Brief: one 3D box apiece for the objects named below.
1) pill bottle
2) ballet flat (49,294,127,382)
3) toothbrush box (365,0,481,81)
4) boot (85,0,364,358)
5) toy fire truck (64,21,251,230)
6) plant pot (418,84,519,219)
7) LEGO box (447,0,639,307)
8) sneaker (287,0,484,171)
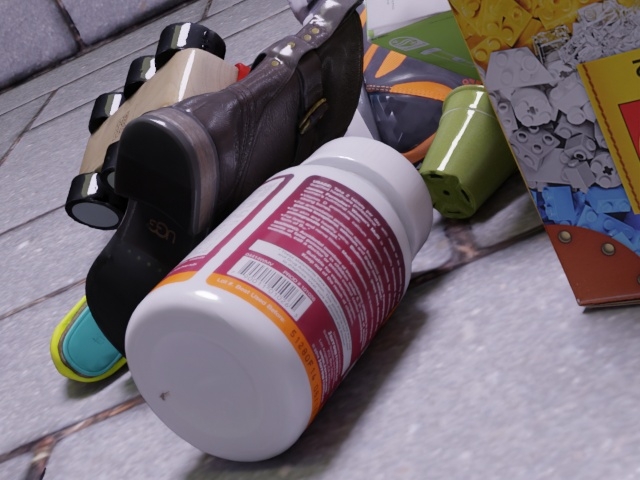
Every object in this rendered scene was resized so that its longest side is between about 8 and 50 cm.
[{"bbox_3d":[-0.015,0.027,0.766,0.121,0.121,0.221,-11,23,36],"label":"pill bottle"},{"bbox_3d":[-0.130,0.019,0.972,0.231,0.077,0.077,-47,9,-15],"label":"ballet flat"},{"bbox_3d":[0.158,-0.224,0.877,0.122,0.206,0.283,-9,-12,38],"label":"toothbrush box"},{"bbox_3d":[-0.053,-0.038,0.883,0.091,0.263,0.229,35,43,16],"label":"boot"},{"bbox_3d":[-0.072,-0.077,1.096,0.217,0.246,0.159,-31,42,51],"label":"toy fire truck"},{"bbox_3d":[0.111,-0.060,0.911,0.083,0.083,0.079,-3,43,49],"label":"plant pot"},{"bbox_3d":[0.262,-0.255,0.759,0.193,0.372,0.500,-10,24,39],"label":"LEGO box"},{"bbox_3d":[0.076,-0.211,1.048,0.180,0.321,0.124,-29,-22,18],"label":"sneaker"}]
